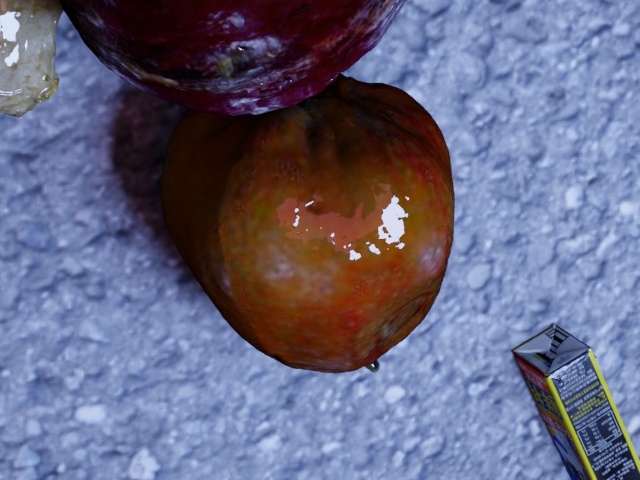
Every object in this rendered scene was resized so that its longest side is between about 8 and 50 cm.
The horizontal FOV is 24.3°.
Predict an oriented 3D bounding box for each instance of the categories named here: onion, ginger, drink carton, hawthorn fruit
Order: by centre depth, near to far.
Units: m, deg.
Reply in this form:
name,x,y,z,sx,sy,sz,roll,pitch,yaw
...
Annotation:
name,x,y,z,sx,sy,sz,roll,pitch,yaw
onion,-0.044,-0.242,1.013,0.282,0.337,0.260,-7,152,8
ginger,-0.249,-0.164,1.052,0.157,0.102,0.216,5,103,-14
hawthorn fruit,0.000,0.000,1.133,0.224,0.224,0.261,-18,122,-15
drink carton,0.237,0.162,1.335,0.056,0.071,0.166,-30,114,-7
